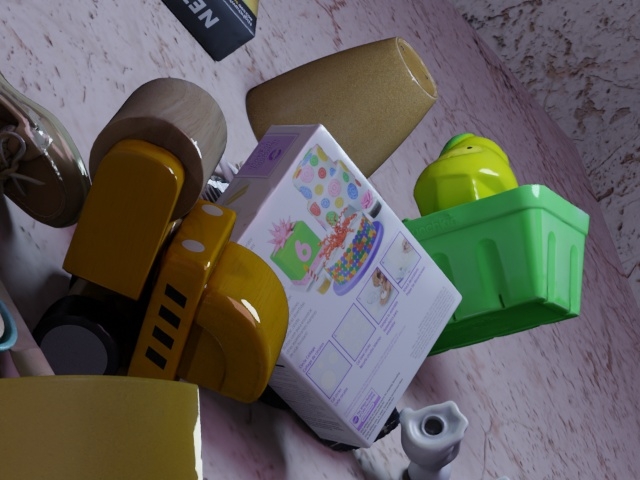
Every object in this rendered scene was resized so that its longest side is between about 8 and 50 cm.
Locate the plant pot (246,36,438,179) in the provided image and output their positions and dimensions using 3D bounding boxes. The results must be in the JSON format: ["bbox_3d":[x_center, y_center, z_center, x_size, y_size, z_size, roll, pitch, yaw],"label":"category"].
[{"bbox_3d":[0.052,-0.211,2.487,0.237,0.254,0.237,48,21,-26],"label":"plant pot"}]

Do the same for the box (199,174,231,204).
[{"bbox_3d":[-0.127,-0.008,1.890,0.275,0.094,0.113,18,58,-41],"label":"box"}]

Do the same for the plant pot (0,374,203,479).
[{"bbox_3d":[-0.224,0.230,1.259,0.187,0.212,0.212,20,36,-23],"label":"plant pot"}]

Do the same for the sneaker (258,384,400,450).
[{"bbox_3d":[0.004,0.174,2.032,0.283,0.110,0.122,40,23,-41],"label":"sneaker"}]

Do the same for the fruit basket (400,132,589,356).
[{"bbox_3d":[0.225,-0.026,2.458,0.283,0.392,0.392,24,39,-57],"label":"fruit basket"}]

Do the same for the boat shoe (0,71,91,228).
[{"bbox_3d":[-0.356,-0.123,1.638,0.285,0.104,0.089,48,24,2],"label":"boat shoe"}]

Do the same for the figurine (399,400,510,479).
[{"bbox_3d":[0.183,0.344,2.129,0.215,0.092,0.209,55,-17,28],"label":"figurine"}]

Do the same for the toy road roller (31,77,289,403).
[{"bbox_3d":[-0.135,0.023,1.595,0.240,0.329,0.202,20,25,-1],"label":"toy road roller"}]

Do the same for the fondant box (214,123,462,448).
[{"bbox_3d":[0.001,0.056,1.861,0.330,0.096,0.238,50,63,-33],"label":"fondant box"}]

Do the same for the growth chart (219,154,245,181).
[{"bbox_3d":[-0.098,-0.051,2.176,0.172,0.021,0.237,63,5,9],"label":"growth chart"}]

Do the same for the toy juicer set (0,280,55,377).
[{"bbox_3d":[-0.308,0.083,1.385,0.209,0.089,0.329,46,14,19],"label":"toy juicer set"}]

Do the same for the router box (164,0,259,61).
[{"bbox_3d":[-0.221,-0.465,2.465,0.309,0.081,0.243,48,23,-27],"label":"router box"}]
